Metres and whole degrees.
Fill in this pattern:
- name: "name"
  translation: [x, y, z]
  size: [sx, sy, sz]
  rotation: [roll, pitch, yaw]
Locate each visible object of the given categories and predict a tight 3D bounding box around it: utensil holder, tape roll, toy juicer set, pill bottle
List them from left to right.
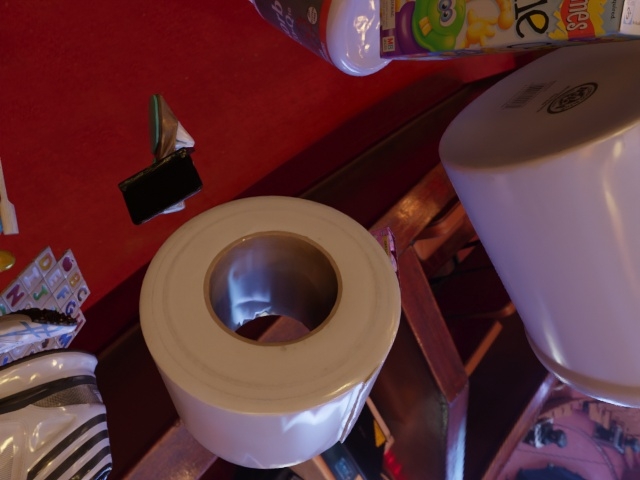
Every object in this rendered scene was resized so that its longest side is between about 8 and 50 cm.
- name: "toy juicer set"
  translation: [-0.826, -0.032, 1.060]
  size: [0.089, 0.329, 0.209]
  rotation: [-10, 70, -45]
- name: "tape roll"
  translation: [-0.050, 0.093, 0.462]
  size: [0.246, 0.246, 0.169]
  rotation: [-35, 151, -31]
- name: "pill bottle"
  translation: [-0.007, -0.482, 0.806]
  size: [0.210, 0.363, 0.210]
  rotation: [-31, 147, -23]
- name: "utensil holder"
  translation: [0.380, -0.032, 0.567]
  size: [0.328, 0.327, 0.386]
  rotation: [-49, 116, -26]

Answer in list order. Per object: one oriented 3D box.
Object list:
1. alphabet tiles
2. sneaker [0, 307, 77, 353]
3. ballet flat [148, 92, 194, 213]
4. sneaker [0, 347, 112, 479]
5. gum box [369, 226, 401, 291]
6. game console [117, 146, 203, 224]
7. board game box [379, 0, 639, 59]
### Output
- name: "alphabet tiles"
  translation: [-0.689, 0.193, 1.056]
  size: [0.343, 0.011, 0.285]
  rotation: [-80, 173, -51]
- name: "sneaker"
  translation: [-0.626, 0.190, 0.860]
  size: [0.237, 0.085, 0.086]
  rotation: [-2, 105, -38]
- name: "ballet flat"
  translation: [-0.411, -0.234, 1.177]
  size: [0.124, 0.116, 0.343]
  rotation: [5, 72, -31]
- name: "sneaker"
  translation: [-0.494, 0.344, 0.544]
  size: [0.447, 0.169, 0.258]
  rotation: [-23, 67, -11]
- name: "gum box"
  translation: [0.155, 0.066, 1.177]
  size: [0.062, 0.107, 0.189]
  rotation: [48, 34, -46]
- name: "game console"
  translation: [-0.245, -0.090, 0.676]
  size: [0.122, 0.107, 0.071]
  rotation: [-28, 104, 2]
- name: "board game box"
  translation: [0.214, -0.287, 0.476]
  size: [0.144, 0.275, 0.142]
  rotation: [-18, 114, -36]
